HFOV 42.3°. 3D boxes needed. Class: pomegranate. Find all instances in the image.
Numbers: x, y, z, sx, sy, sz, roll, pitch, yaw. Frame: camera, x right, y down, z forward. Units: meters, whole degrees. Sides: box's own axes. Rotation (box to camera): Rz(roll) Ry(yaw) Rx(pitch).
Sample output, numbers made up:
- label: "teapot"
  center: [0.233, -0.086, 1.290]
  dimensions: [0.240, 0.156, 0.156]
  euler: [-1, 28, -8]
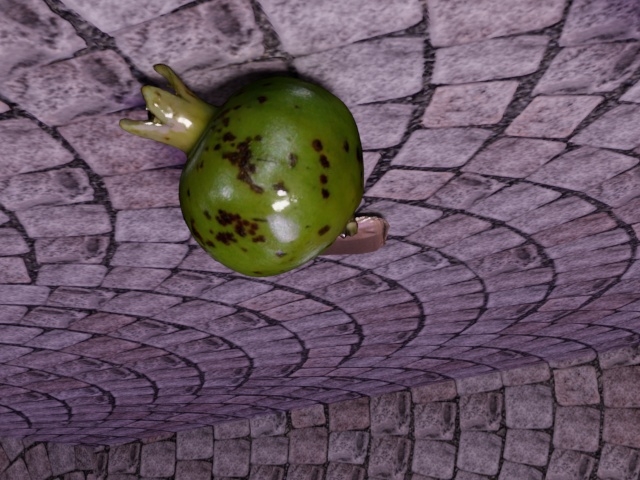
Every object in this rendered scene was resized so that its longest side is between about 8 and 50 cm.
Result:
- label: "pomegranate"
  center: [-0.071, -0.080, 0.847]
  dimensions: [0.263, 0.211, 0.211]
  euler: [35, 148, -8]

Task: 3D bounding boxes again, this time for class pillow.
- label: "pillow"
  center: [-0.001, -0.001, 1.266]
  dimensions: [0.211, 0.034, 0.135]
  euler: [-5, 163, 0]
